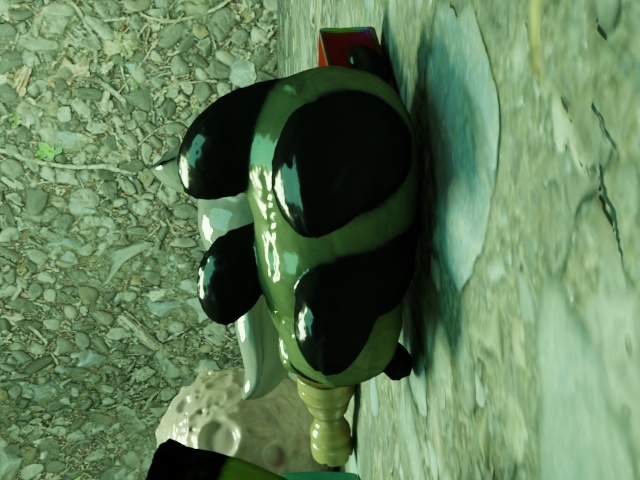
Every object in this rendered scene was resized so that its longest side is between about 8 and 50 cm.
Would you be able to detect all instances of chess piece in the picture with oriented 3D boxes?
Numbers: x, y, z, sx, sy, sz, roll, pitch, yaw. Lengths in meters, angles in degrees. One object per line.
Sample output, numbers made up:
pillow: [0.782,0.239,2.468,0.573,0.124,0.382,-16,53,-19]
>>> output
chess piece: [0.009,0.190,0.971,0.066,0.066,0.122,-102,6,-62]

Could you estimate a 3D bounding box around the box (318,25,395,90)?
box: [0.026,-0.068,0.711,0.112,0.048,0.175,-101,10,-45]

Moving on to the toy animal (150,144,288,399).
toy animal: [-0.033,0.010,0.690,0.220,0.131,0.104,64,-153,-9]

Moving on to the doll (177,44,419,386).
doll: [0.001,-0.001,0.574,0.144,0.135,0.234,25,126,44]

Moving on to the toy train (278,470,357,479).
toy train: [0.000,0.392,0.895,0.194,0.120,0.298,-47,-45,-87]

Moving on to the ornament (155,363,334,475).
ornament: [-0.096,0.296,1.223,0.259,0.225,0.259,49,150,42]

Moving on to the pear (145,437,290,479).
pear: [0.003,0.306,0.468,0.399,0.165,0.398,177,90,-85]
